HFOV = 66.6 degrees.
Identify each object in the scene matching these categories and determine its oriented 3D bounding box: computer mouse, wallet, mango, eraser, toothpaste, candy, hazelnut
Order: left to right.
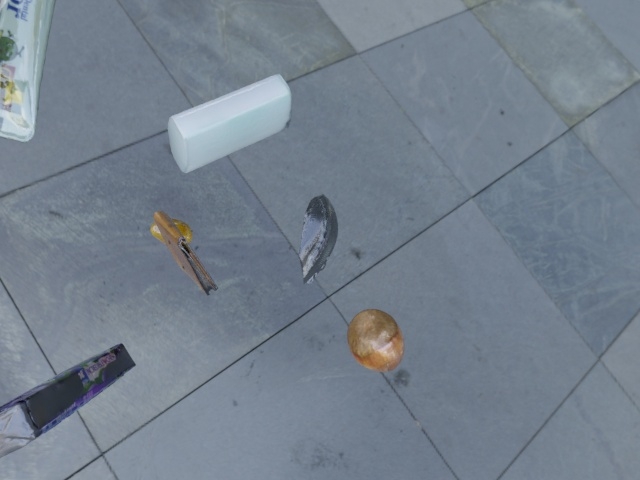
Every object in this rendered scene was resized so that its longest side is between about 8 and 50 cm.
[{"bbox_3d":[-0.282,-0.224,0.467,0.067,0.037,0.256,14,91,-7],"label":"toothpaste"},{"bbox_3d":[-0.395,0.234,0.762,0.088,0.312,0.061,-25,92,2],"label":"candy"},{"bbox_3d":[-0.413,-0.022,1.354,0.114,0.060,0.080,11,82,-14],"label":"mango"},{"bbox_3d":[-0.327,0.029,1.181,0.042,0.196,0.161,-36,44,-21],"label":"wallet"},{"bbox_3d":[-0.213,-0.279,1.173,0.289,0.189,0.104,-29,85,-22],"label":"eraser"},{"bbox_3d":[0.000,0.000,0.704,0.047,0.079,0.135,9,82,13],"label":"computer mouse"},{"bbox_3d":[0.145,0.250,1.213,0.150,0.150,0.151,7,65,-17],"label":"hazelnut"}]
